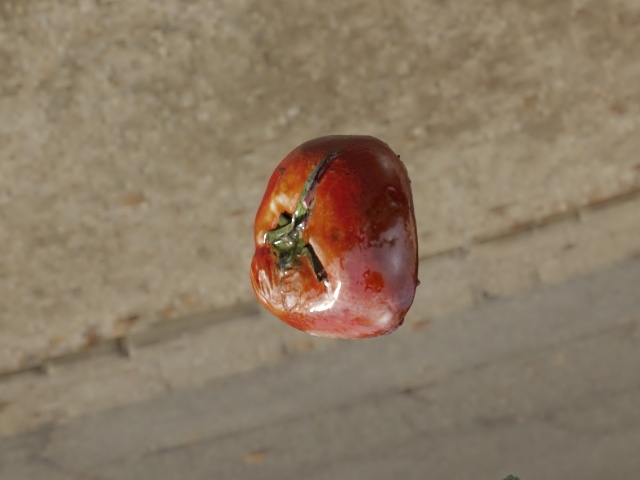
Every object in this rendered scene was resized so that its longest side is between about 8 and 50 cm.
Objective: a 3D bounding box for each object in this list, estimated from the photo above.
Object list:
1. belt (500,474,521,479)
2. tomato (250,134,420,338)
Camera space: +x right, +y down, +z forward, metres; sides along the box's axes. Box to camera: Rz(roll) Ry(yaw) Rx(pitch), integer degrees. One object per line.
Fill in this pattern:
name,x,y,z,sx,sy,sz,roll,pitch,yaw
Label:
belt,0.268,0.387,2.033,0.072,0.302,0.087,-38,-160,-7
tomato,-0.002,0.002,1.909,0.101,0.228,0.228,-2,159,-42
